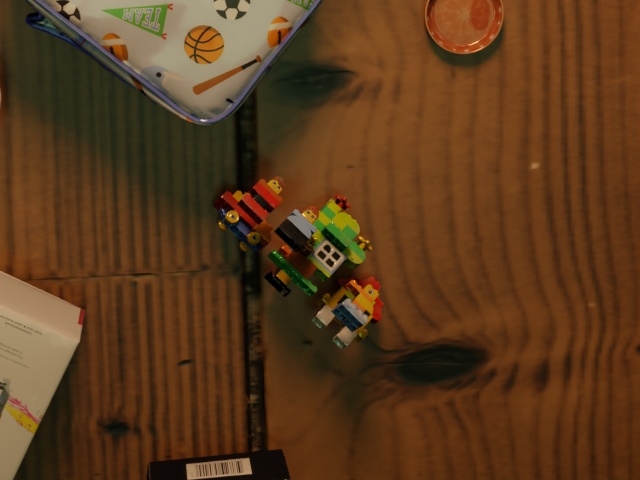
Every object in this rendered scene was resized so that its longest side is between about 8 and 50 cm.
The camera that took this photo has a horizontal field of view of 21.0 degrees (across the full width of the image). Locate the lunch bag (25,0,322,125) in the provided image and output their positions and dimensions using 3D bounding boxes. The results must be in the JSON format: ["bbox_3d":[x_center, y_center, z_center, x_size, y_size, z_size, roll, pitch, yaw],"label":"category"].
[{"bbox_3d":[-0.162,-0.270,1.712,0.303,0.115,0.243,38,98,-13],"label":"lunch bag"}]

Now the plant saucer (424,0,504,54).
[{"bbox_3d":[0.149,-0.236,1.800,0.084,0.013,0.083,-1,103,-5],"label":"plant saucer"}]

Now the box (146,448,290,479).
[{"bbox_3d":[-0.102,0.341,1.852,0.153,0.108,0.207,-6,102,-5],"label":"box"}]

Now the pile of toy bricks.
[{"bbox_3d":[0.000,0.000,1.801,0.212,0.118,0.105,44,62,-4],"label":"pile of toy bricks"}]

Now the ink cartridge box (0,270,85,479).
[{"bbox_3d":[-0.337,0.138,1.773,0.127,0.128,0.176,26,99,-11],"label":"ink cartridge box"}]
